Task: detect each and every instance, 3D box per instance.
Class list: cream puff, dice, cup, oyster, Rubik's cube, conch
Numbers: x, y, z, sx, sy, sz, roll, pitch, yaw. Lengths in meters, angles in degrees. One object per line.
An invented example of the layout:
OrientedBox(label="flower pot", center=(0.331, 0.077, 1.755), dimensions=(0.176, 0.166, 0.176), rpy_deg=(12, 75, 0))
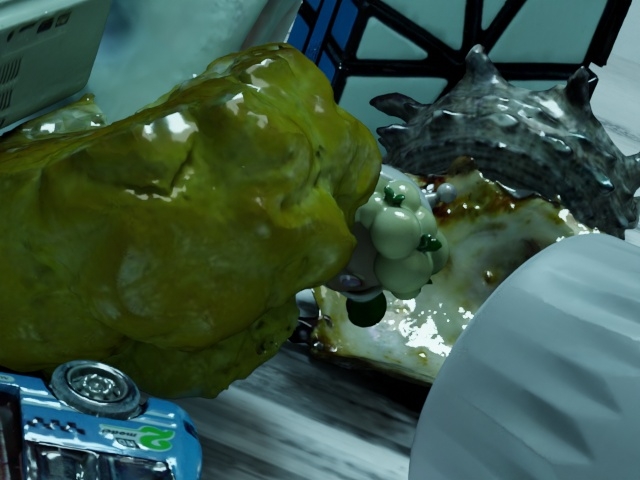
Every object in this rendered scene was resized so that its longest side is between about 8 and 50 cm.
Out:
OrientedBox(label="cream puff", center=(-0.090, -0.001, 0.904), dimensions=(0.282, 0.185, 0.282), rpy_deg=(-20, 12, 5))
OrientedBox(label="dice", center=(-0.178, -0.173, 1.142), dimensions=(0.265, 0.268, 0.262), rpy_deg=(32, 6, 2))
OrientedBox(label="cup", center=(0.244, 0.159, 0.757), dimensions=(0.371, 0.253, 0.253), rpy_deg=(33, 22, 36))
OrientedBox(label="oyster", center=(0.151, 0.057, 1.132), dimensions=(0.361, 0.096, 0.221), rpy_deg=(20, 60, 20))
OrientedBox(label="Rubik's cube", center=(0.139, -0.233, 1.719), dimensions=(0.293, 0.288, 0.283), rpy_deg=(16, 18, -19))
OrientedBox(label="conch", center=(0.189, -0.076, 1.518), dimensions=(0.313, 0.186, 0.240), rpy_deg=(6, -12, 11))

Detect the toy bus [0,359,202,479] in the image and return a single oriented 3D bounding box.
OrientedBox(label="toy bus", center=(-0.173, 0.119, 0.641), dimensions=(0.246, 0.113, 0.134), rpy_deg=(12, 24, -20))

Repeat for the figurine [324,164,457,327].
OrientedBox(label="figurine", center=(0.000, 0.001, 1.057), dimensions=(0.197, 0.147, 0.093), rpy_deg=(-13, 34, 29))

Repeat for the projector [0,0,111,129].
OrientedBox(label="projector", center=(-0.280, -0.147, 0.911), dimensions=(0.250, 0.108, 0.198), rpy_deg=(24, 21, 7))
